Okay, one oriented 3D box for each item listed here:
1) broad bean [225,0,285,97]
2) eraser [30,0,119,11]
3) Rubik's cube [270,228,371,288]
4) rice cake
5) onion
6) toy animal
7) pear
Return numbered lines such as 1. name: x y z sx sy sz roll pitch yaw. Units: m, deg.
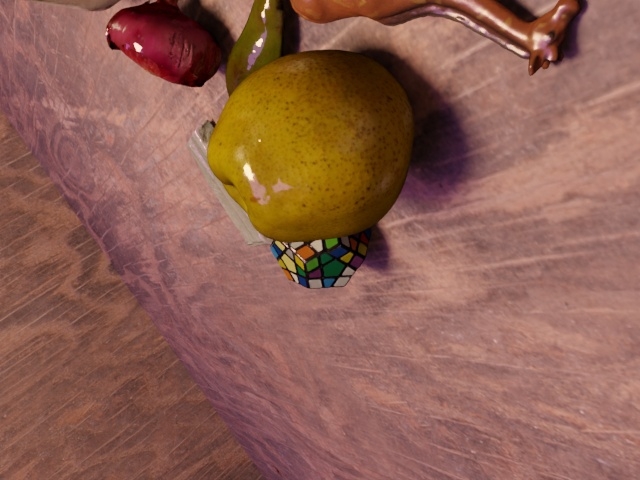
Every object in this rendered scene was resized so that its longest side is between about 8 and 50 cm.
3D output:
1. broad bean: -0.081 -0.172 0.727 0.077 0.061 0.339 35 150 17
2. eraser: -0.394 -0.428 0.746 0.150 0.331 0.331 34 148 36
3. Rubik's cube: 0.000 0.000 0.752 0.133 0.133 0.112 42 -179 20
4. rice cake: -0.149 -0.089 0.961 0.085 0.040 0.226 -2 121 59
5. onion: -0.189 -0.277 0.735 0.150 0.150 0.140 34 108 32
6. toy animal: 0.064 -0.215 0.452 0.224 0.066 0.229 -14 103 41
7. pear: -0.005 -0.087 0.564 0.198 0.198 0.198 38 150 27
